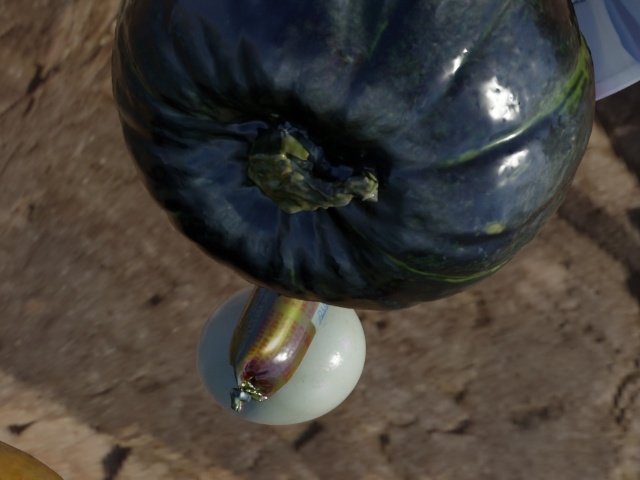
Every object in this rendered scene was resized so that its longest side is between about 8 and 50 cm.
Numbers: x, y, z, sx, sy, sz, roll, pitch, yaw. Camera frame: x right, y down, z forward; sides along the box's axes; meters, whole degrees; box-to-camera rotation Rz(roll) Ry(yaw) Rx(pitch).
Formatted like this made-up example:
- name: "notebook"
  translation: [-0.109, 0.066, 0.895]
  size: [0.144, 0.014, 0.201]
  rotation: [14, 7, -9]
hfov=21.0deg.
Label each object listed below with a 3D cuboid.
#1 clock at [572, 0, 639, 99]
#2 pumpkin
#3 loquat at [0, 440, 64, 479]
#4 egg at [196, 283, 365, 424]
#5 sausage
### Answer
- name: "clock"
  translation: [0.302, -0.254, 1.599]
  size: [0.338, 0.338, 0.102]
  rotation: [-37, 107, -18]
- name: "pumpkin"
  translation: [0.018, -0.107, 1.133]
  size: [0.323, 0.323, 0.241]
  rotation: [42, 51, -7]
- name: "loquat"
  translation: [-0.303, 0.295, 1.282]
  size: [0.328, 0.328, 0.328]
  rotation: [3, 81, -16]
- name: "egg"
  translation: [-0.045, 0.114, 1.772]
  size: [0.151, 0.209, 0.151]
  rotation: [8, 78, -38]
- name: "sausage"
  translation: [0.000, 0.000, 1.589]
  size: [0.082, 0.082, 0.371]
  rotation: [30, 65, -10]
